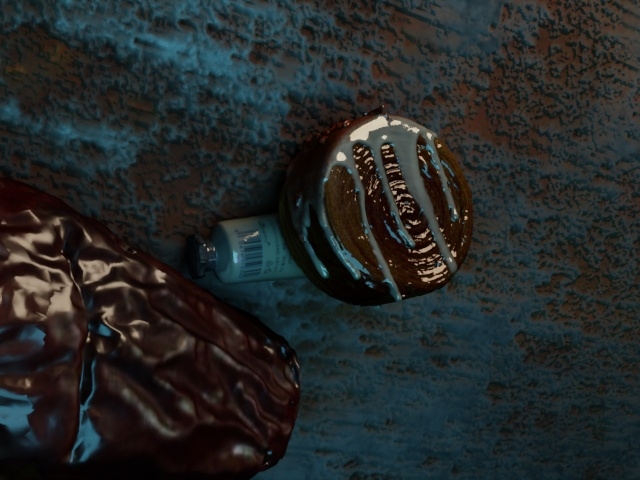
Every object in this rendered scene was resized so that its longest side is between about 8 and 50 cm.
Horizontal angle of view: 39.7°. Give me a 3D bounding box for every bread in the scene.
[{"bbox_3d":[0.046,-0.025,0.717,0.160,0.073,0.161,5,79,-28],"label":"bread"}]

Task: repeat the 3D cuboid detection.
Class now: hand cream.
[{"bbox_3d":[0.000,0.000,0.756,0.233,0.050,0.080,-6,102,-27],"label":"hand cream"}]

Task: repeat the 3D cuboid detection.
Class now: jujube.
[{"bbox_3d":[-0.165,0.083,0.625,0.342,0.216,0.216,22,99,-37],"label":"jujube"}]
